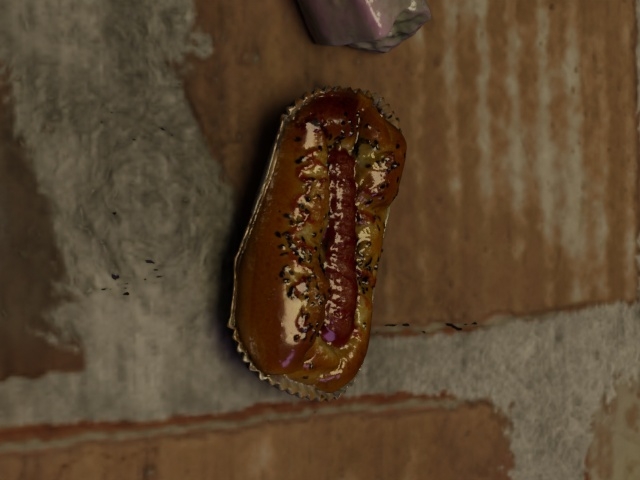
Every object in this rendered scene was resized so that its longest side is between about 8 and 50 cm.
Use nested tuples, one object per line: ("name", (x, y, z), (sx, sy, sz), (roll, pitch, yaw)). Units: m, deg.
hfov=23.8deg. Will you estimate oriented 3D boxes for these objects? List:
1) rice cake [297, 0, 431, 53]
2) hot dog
("rice cake", (-0.033, -0.263, 0.872), (0.056, 0.073, 0.365), (-38, 114, -32))
("hot dog", (0.000, 0.000, 0.910), (0.108, 0.059, 0.191), (17, 79, -40))
